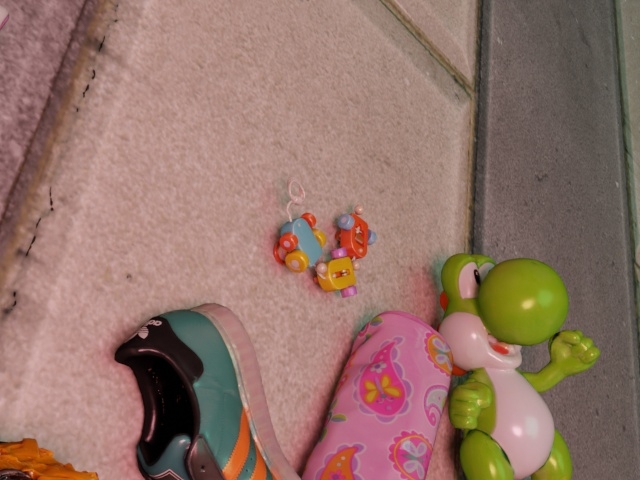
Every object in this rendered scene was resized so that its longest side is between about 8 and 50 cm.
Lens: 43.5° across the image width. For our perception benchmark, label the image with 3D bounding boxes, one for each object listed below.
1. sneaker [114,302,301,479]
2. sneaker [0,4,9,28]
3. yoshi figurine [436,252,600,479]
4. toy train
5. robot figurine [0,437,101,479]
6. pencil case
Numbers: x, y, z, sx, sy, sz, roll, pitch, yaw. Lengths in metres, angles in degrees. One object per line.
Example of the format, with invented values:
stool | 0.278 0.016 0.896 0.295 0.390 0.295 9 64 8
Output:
sneaker | -0.092 0.207 0.686 0.121 0.108 0.302 -13 78 -51
sneaker | -0.318 -0.116 0.549 0.104 0.095 0.236 41 42 -25
yoshi figurine | 0.245 0.174 0.983 0.203 0.203 0.362 34 42 -69
toy train | 0.000 0.000 0.924 0.166 0.046 0.125 28 54 -45
robot figurine | -0.255 0.167 0.438 0.291 0.211 0.085 8 92 -45
pencil case | 0.058 0.211 0.853 0.124 0.124 0.284 50 42 -26
